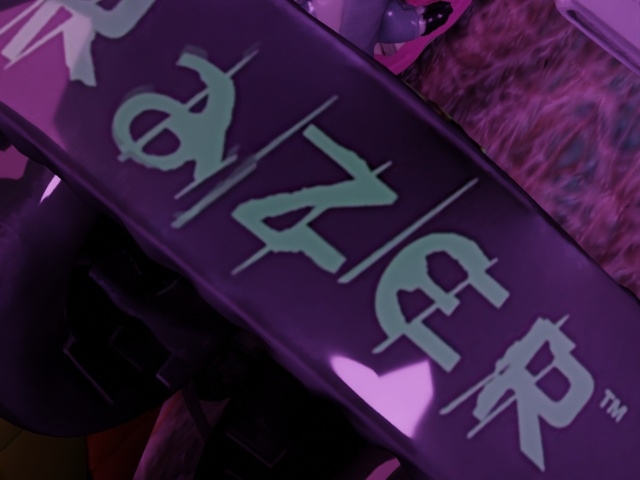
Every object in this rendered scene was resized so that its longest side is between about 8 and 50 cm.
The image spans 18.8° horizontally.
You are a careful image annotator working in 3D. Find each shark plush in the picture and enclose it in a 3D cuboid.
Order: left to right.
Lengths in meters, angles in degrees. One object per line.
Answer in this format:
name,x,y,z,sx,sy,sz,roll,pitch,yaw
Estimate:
shark plush,0.015,-0.091,0.688,0.161,0.067,0.073,-53,26,30

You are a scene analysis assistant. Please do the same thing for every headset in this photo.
headset,0.000,0.000,0.510,0.185,0.243,0.394,-50,-1,-11

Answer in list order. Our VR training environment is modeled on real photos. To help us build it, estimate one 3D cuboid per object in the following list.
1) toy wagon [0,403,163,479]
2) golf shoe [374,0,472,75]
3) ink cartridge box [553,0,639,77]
toy wagon,-0.129,0.069,0.649,0.068,0.344,0.267,19,39,22
golf shoe,-0.054,-0.077,0.814,0.306,0.115,0.140,-35,21,16
ink cartridge box,0.166,-0.212,0.642,0.275,0.060,0.239,-45,29,21
